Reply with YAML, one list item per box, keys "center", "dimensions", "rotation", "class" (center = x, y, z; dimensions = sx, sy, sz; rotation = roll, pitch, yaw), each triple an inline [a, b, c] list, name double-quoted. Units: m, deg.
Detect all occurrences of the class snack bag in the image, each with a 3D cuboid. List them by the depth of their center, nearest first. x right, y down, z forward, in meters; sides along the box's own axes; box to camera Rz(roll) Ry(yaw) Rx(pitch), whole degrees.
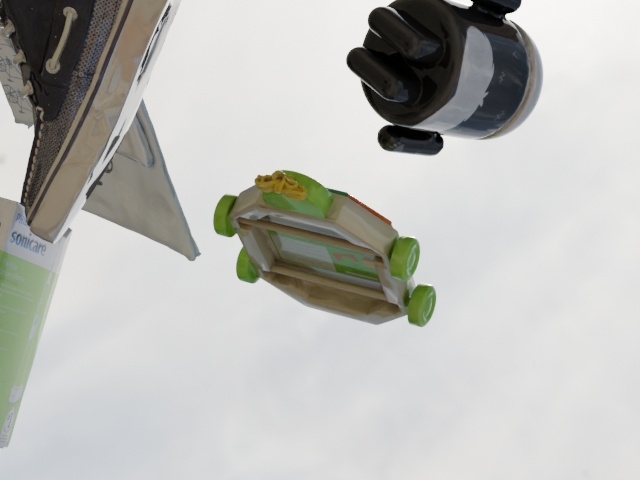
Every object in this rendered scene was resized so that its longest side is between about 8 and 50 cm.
- center: [-0.319, -0.141, 2.283]
  dimensions: [0.323, 0.037, 0.342]
  rotation: [21, -40, 43]
  class: "snack bag"

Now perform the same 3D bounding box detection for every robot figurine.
- center: [0.160, -0.219, 2.119]
  dimensions: [0.209, 0.278, 0.173]
  rotation: [-22, -109, 39]
  class: "robot figurine"

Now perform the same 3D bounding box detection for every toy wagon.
- center: [0.000, 0.000, 2.100]
  dimensions: [0.267, 0.344, 0.068]
  rotation: [14, -117, 22]
  class: "toy wagon"

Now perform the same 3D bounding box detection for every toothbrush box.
- center: [-0.413, 0.090, 1.967]
  dimensions: [0.206, 0.122, 0.283]
  rotation: [40, 67, -77]
  class: "toothbrush box"

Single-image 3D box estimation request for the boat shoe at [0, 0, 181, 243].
- center: [-0.227, -0.170, 1.455]
  dimensions: [0.340, 0.158, 0.127]
  rotation: [-63, -179, 22]
  class: "boat shoe"
